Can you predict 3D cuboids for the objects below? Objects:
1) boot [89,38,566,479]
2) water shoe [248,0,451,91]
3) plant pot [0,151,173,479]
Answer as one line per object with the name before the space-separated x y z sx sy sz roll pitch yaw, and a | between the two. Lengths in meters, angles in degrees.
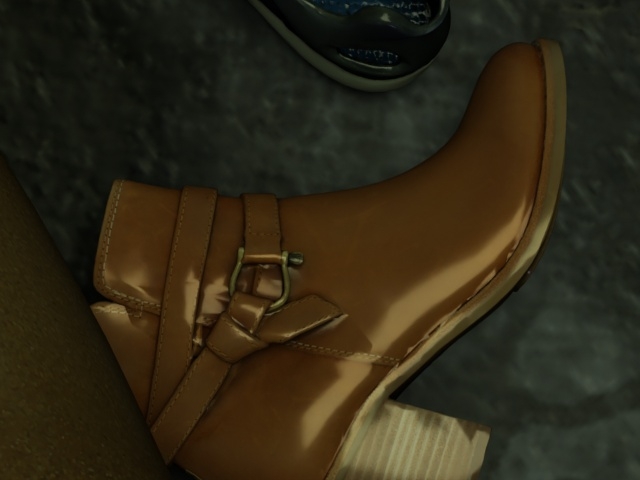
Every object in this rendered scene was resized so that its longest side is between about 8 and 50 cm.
boot | 0.000 0.000 0.642 0.152 0.073 0.197 17 74 3
water shoe | -0.033 -0.137 0.662 0.203 0.080 0.073 35 76 3
plant pot | -0.177 0.023 0.556 0.237 0.237 0.254 -14 65 -8
